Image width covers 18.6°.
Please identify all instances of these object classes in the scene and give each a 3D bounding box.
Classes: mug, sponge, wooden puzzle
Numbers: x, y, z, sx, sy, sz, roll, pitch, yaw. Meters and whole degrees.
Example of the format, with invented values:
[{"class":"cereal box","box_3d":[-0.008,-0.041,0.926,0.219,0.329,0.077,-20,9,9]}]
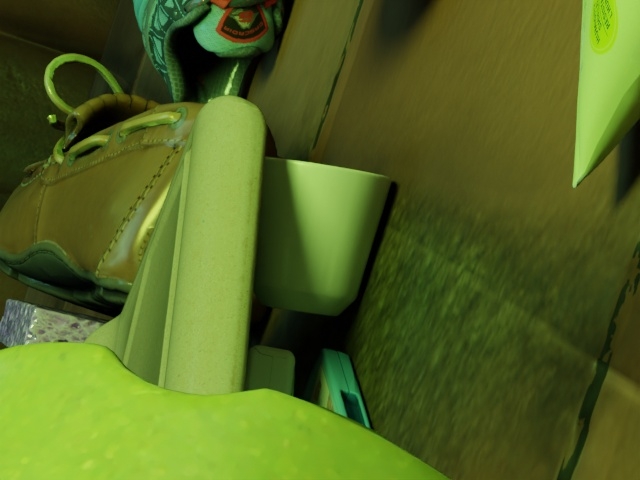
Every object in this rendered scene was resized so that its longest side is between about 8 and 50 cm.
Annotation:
[{"class":"mug","box_3d":[0.001,0.000,0.858,0.062,0.078,0.064,7,88,45]},{"class":"sponge","box_3d":[-0.121,0.063,1.131,0.210,0.117,0.031,179,106,-77]},{"class":"wooden puzzle","box_3d":[-0.071,0.085,0.860,0.239,0.044,0.221,126,153,-54]}]

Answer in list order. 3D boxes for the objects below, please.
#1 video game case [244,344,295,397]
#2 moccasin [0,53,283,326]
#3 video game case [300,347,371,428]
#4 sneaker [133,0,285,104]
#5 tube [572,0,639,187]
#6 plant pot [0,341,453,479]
[{"class":"video game case","box_3d":[-0.053,0.173,0.841,0.193,0.023,0.212,125,153,-65]},{"class":"moccasin","box_3d":[-0.113,-0.029,1.172,0.380,0.139,0.147,172,116,-76]},{"class":"video game case","box_3d":[-0.005,0.127,0.775,0.166,0.015,0.119,-107,36,-69]},{"class":"sneaker","box_3d":[-0.044,-0.176,1.234,0.262,0.104,0.125,117,147,-54]},{"class":"tube","box_3d":[0.111,-0.112,0.505,0.070,0.062,0.240,-33,-16,-30]},{"class":"plant pot","box_3d":[-0.058,0.175,0.462,0.254,0.276,0.276,-66,8,-28]}]
